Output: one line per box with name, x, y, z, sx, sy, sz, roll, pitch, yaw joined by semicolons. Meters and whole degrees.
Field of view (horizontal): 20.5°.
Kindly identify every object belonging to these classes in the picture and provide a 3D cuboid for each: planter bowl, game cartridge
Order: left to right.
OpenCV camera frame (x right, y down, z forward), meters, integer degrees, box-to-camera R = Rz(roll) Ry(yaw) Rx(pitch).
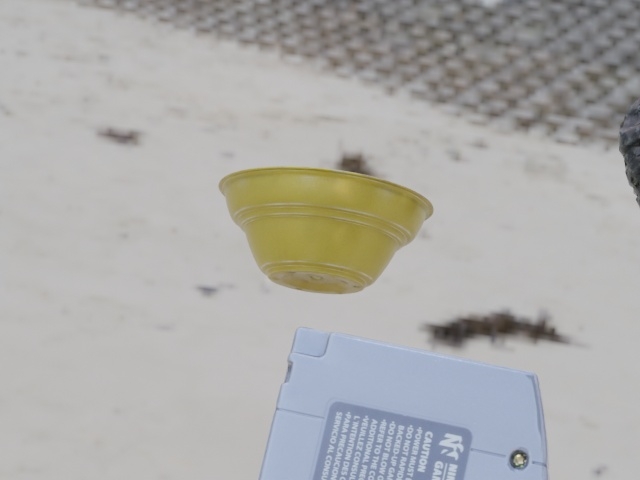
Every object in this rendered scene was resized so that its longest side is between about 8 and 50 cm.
planter bowl;0.000;0.000;1.755;0.217;0.090;0.217;7;-13;2
game cartridge;0.046;0.219;1.164;0.198;0.297;0.062;12;-13;6

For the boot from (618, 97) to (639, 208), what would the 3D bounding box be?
boot;0.244;-0.125;0.958;0.131;0.348;0.260;-19;-5;-16
